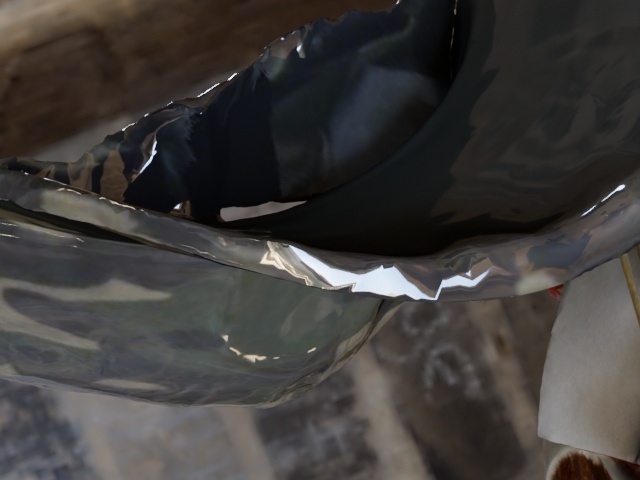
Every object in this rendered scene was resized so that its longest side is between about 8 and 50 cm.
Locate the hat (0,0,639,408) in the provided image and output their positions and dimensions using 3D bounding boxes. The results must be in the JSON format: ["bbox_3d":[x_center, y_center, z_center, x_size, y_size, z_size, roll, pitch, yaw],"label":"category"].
[{"bbox_3d":[0.000,0.000,0.681,0.381,0.366,0.257,44,-27,53],"label":"hat"}]

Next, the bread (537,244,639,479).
[{"bbox_3d":[0.174,0.052,0.682,0.224,0.142,0.212,-98,-156,-44],"label":"bread"}]
